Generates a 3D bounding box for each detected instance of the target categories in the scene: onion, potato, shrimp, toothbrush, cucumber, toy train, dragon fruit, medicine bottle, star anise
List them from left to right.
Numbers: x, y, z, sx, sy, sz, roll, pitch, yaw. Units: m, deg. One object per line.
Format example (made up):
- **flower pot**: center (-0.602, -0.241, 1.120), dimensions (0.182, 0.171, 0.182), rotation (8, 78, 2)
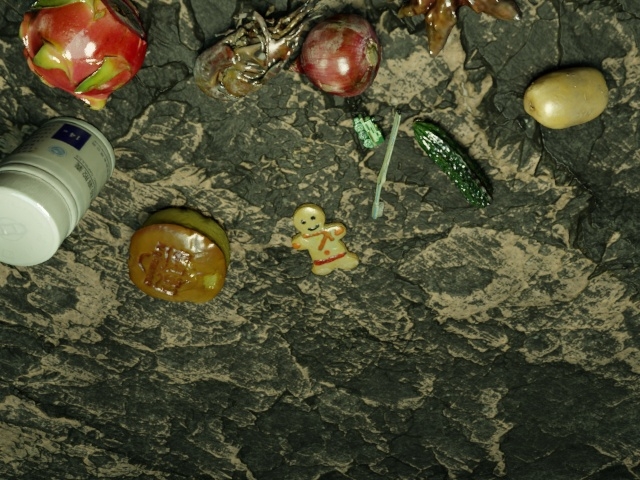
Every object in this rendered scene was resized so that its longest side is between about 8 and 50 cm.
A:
- **medicine bottle**: center (-0.592, -0.114, 1.122), dimensions (0.190, 0.332, 0.190), rotation (1, 127, 2)
- **dragon fruit**: center (-0.452, -0.378, 0.993), dimensions (0.227, 0.224, 0.224), rotation (-35, 120, 7)
- **shrimp**: center (-0.119, -0.392, 1.025), dimensions (0.343, 0.116, 0.145), rotation (-28, 123, 28)
- **onion**: center (0.021, -0.362, 1.032), dimensions (0.195, 0.159, 0.159), rotation (4, 131, 28)
- **toy train**: center (0.108, -0.250, 1.179), dimensions (0.053, 0.033, 0.083), rotation (-26, 122, 14)
- **toothbrush**: center (0.155, -0.173, 1.240), dimensions (0.028, 0.026, 0.294), rotation (-7, 129, -16)
- **star anise**: center (0.223, -0.504, 0.935), dimensions (0.292, 0.109, 0.349), rotation (-8, 126, 2)
- **cucumber**: center (0.307, -0.181, 1.197), dimensions (0.077, 0.077, 0.265), rotation (-35, 120, 25)
- **potato**: center (0.513, -0.295, 1.082), dimensions (0.178, 0.118, 0.109), rotation (-11, 162, -5)

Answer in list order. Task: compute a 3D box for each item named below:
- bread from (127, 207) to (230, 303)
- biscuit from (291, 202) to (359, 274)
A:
- **bread**: center (-0.365, 0.045, 1.349), dimensions (0.270, 0.148, 0.270), rotation (1, 127, 1)
- **biscuit**: center (0.000, 0.000, 1.377), dimensions (0.153, 0.030, 0.234), rotation (-17, 125, 13)
